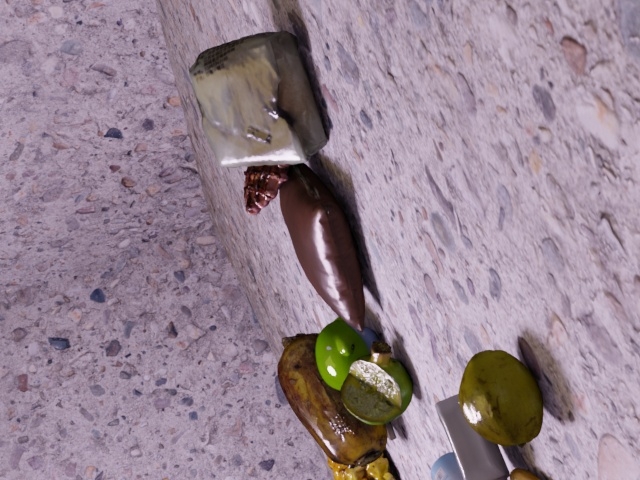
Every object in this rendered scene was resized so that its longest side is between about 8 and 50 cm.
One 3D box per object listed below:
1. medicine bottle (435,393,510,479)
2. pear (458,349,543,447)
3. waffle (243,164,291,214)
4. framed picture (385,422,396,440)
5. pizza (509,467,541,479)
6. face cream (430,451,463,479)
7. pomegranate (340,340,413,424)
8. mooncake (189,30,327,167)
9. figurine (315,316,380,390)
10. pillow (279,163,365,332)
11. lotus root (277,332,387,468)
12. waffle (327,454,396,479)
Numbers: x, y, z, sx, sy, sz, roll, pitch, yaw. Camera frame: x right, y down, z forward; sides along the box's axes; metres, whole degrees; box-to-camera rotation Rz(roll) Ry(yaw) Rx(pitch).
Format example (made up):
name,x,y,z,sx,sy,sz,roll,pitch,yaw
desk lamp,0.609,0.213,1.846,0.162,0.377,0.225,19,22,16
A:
name,x,y,z,sx,sy,sz,roll,pitch,yaw
medicine bottle,0.241,0.326,1.331,0.183,0.069,0.119,68,-168,22
pear,0.234,0.207,1.138,0.107,0.107,0.131,99,155,-68
waffle,-0.110,-0.172,1.868,0.221,0.056,0.234,-55,27,37
framed picture,0.107,0.369,2.229,0.289,0.016,0.213,-155,45,-73
pizza,0.322,0.402,1.240,0.131,0.041,0.178,79,165,-46
face cream,0.271,0.461,1.497,0.229,0.075,0.075,-129,21,-56
pomegranate,0.123,0.285,1.773,0.143,0.122,0.169,18,97,39
mooncake,-0.121,-0.270,1.679,0.255,0.136,0.250,-2,117,32
figurine,0.059,0.247,1.953,0.263,0.143,0.162,-108,14,-81
pillow,0.000,0.000,1.831,0.308,0.108,0.305,-125,16,-59
lotus root,0.022,0.369,2.083,0.196,0.179,0.397,25,-154,-54
waffle,0.119,0.649,2.369,0.261,0.151,0.324,69,168,-18
